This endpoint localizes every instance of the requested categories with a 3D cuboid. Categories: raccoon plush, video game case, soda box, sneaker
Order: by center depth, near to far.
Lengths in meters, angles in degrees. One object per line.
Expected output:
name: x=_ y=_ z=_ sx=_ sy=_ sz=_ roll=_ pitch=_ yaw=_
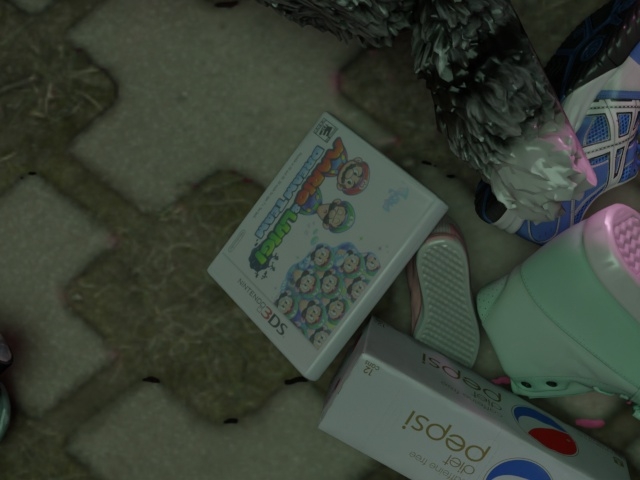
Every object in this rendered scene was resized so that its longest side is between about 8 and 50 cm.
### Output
raccoon plush: x=-0.051 y=-0.171 z=0.725 sx=0.299 sy=0.216 sz=0.446 roll=-27 pitch=71 yaw=14
soda box: x=0.110 y=0.143 z=0.769 sx=0.216 sy=0.074 sz=0.069 roll=29 pitch=109 yaw=-2
sneaker: x=0.225 y=0.096 z=0.780 sx=0.256 sy=0.094 sz=0.151 roll=47 pitch=134 yaw=-13
sneaker: x=0.197 y=-0.088 z=0.785 sx=0.081 sy=0.080 sz=0.211 roll=32 pitch=95 yaw=-15
video game case: x=0.000 y=0.000 z=0.800 sx=0.157 sy=0.019 sz=0.143 roll=-53 pitch=48 yaw=6
sneaker: x=0.089 y=0.041 z=0.813 sx=0.051 sy=0.070 sz=0.134 roll=-4 pitch=119 yaw=1

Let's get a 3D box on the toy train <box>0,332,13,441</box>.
toy train: x=-0.395 y=0.150 z=0.852 sx=0.334 sy=0.142 sz=0.190 roll=-43 pitch=74 yaw=7
